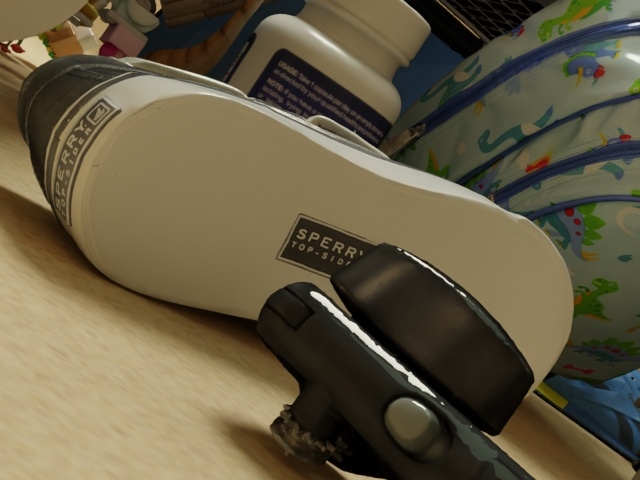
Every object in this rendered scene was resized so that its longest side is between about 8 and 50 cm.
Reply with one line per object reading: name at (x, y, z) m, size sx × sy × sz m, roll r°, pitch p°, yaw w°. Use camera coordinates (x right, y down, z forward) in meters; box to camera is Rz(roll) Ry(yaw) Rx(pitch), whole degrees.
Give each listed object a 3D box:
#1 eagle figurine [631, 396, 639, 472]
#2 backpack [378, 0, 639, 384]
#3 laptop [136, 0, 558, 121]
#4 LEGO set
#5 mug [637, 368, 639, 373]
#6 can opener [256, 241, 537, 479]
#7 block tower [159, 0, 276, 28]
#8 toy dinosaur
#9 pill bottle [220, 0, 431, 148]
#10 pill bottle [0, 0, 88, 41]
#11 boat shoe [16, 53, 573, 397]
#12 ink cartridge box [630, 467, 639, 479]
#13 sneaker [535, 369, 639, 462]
eagle figurine at (0.415, 0.174, 0.897) m, size 0.298 × 0.225 × 0.226 m, roll 32°, pitch -31°, yaw 13°
backpack at (0.196, -0.033, 0.818) m, size 0.290 × 0.355 × 0.273 m, roll 29°, pitch 38°, yaw -22°
laptop at (0.087, -0.117, 0.968) m, size 0.408 × 0.236 × 0.382 m, roll 23°, pitch 0°, yaw 36°
LEGO set at (-0.231, -0.174, 0.878) m, size 0.132 × 0.107 × 0.287 m, roll 45°, pitch -13°, yaw -20°
mug at (0.284, 0.010, 1.365) m, size 0.374 × 0.276 × 0.328 m, roll 36°, pitch 5°, yaw -6°
can opener at (0.049, 0.073, 0.311) m, size 0.186 × 0.073 × 0.059 m, roll 47°, pitch 2°, yaw 31°
block tower at (-0.072, -0.228, 0.671) m, size 0.335 × 0.097 × 0.091 m, roll 103°, pitch -29°, yaw -82°
toy dinosaur at (-0.108, -0.112, 0.796) m, size 0.064 × 0.112 × 0.211 m, roll 5°, pitch -13°, yaw -43°
pill bottle at (-0.013, -0.083, 0.738) m, size 0.112 × 0.186 × 0.112 m, roll 34°, pitch 4°, yaw -3°
pill bottle at (-0.234, -0.219, 0.620) m, size 0.181 × 0.181 × 0.323 m, roll 30°, pitch 5°, yaw -45°
boat shoe at (0.000, 0.000, 0.507) m, size 0.301 × 0.108 × 0.102 m, roll 21°, pitch 13°, yaw -40°
ink cartridge box at (0.277, 0.150, 0.751) m, size 0.088 × 0.122 × 0.052 m, roll 31°, pitch 8°, yaw -26°
sneaker at (0.302, 0.165, 1.082) m, size 0.209 × 0.082 × 0.069 m, roll 37°, pitch 3°, yaw 21°
